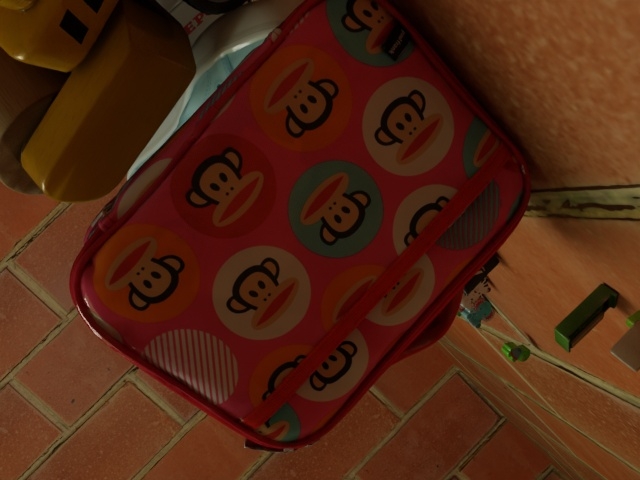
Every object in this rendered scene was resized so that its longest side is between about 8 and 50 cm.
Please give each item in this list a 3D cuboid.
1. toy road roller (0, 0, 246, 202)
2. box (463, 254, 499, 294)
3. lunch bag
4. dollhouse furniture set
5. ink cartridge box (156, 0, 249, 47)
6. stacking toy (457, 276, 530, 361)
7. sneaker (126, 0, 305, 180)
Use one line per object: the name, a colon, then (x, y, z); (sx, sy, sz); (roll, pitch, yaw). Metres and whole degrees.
toy road roller: (-0.215, -0.198, 0.426); (0.202, 0.329, 0.241); (45, -161, 17)
box: (0.073, -0.067, 0.752); (0.216, 0.060, 0.270); (48, 176, -33)
lunch bag: (0.000, 0.000, 0.449); (0.258, 0.293, 0.120); (42, 180, -20)
dollhouse furniture set: (0.264, 0.103, 0.473); (0.152, 0.058, 0.076); (44, 177, 32)
ink cartridge box: (-0.164, -0.204, 0.762); (0.117, 0.201, 0.278); (44, 177, 27)
stacking toy: (0.226, 0.087, 0.937); (0.221, 0.052, 0.167); (45, 179, -33)
sneaker: (-0.092, -0.080, 0.612); (0.366, 0.135, 0.150); (-34, 59, 51)
